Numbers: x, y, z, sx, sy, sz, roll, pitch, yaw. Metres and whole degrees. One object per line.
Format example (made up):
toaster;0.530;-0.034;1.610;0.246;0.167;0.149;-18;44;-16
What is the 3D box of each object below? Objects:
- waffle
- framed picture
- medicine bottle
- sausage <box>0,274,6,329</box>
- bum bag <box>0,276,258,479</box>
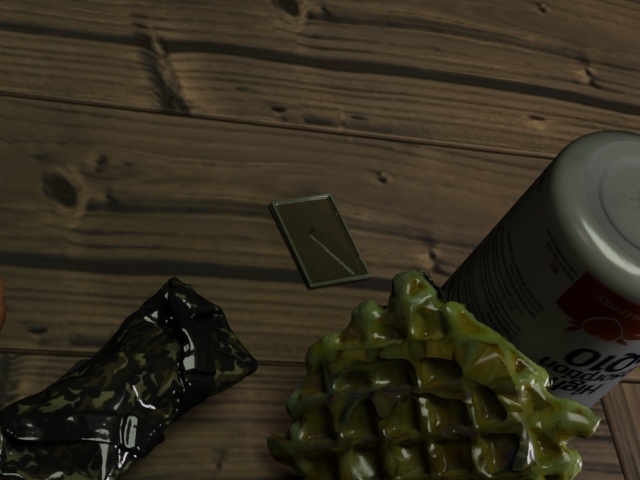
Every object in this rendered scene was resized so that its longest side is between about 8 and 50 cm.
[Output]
waffle;0.074;0.152;1.243;0.223;0.204;0.054;39;14;14
framed picture;0.000;0.000;1.435;0.066;0.006;0.089;-10;63;-34
medicine bottle;0.185;0.053;1.305;0.157;0.288;0.157;14;52;-19
sausage;-0.320;0.106;1.128;0.086;0.086;0.289;39;46;3
bum bag;-0.145;0.113;1.230;0.102;0.069;0.248;45;50;7
